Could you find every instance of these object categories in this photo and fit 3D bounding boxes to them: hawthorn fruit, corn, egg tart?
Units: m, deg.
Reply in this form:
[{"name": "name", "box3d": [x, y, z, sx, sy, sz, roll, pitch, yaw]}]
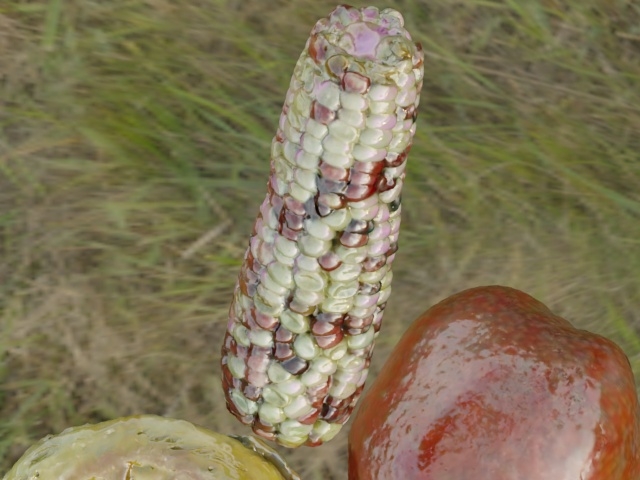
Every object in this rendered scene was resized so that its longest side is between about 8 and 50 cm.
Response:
[{"name": "hawthorn fruit", "box3d": [0.102, 0.164, 1.282, 0.262, 0.210, 0.210, -37, 77, -22]}, {"name": "corn", "box3d": [0.000, 0.000, 1.051, 0.092, 0.092, 0.281, 24, 126, 17]}, {"name": "egg tart", "box3d": [-0.140, 0.280, 1.558, 0.341, 0.129, 0.341, 1, 114, 3]}]
